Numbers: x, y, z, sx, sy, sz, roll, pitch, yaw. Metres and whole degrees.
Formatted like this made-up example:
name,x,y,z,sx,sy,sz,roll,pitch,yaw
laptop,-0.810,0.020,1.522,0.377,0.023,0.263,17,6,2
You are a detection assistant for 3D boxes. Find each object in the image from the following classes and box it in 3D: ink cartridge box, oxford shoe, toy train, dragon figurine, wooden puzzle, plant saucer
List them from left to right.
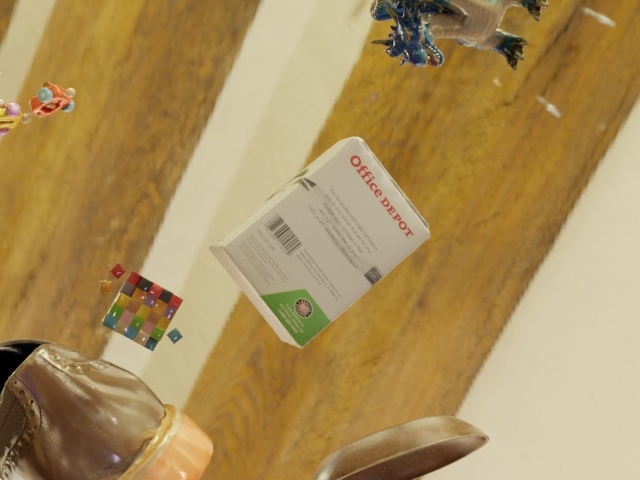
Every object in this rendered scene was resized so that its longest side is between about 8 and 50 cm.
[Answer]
name,x,y,z,sx,sy,sz,roll,pitch,yaw
toy train,-0.409,-0.193,1.453,0.125,0.166,0.046,-29,-110,21
oxford shoe,-0.197,0.124,0.760,0.130,0.133,0.363,-49,-165,-30
wooden puzzle,-0.143,0.057,0.889,0.049,0.083,0.006,-61,-155,-6
ink cartridge box,0.000,0.000,1.366,0.219,0.160,0.092,-39,-171,-13
plant saucer,0.074,0.221,1.133,0.198,0.198,0.036,-36,-116,34
dragon figurine,0.096,-0.213,0.919,0.289,0.144,0.085,-102,-149,-59
